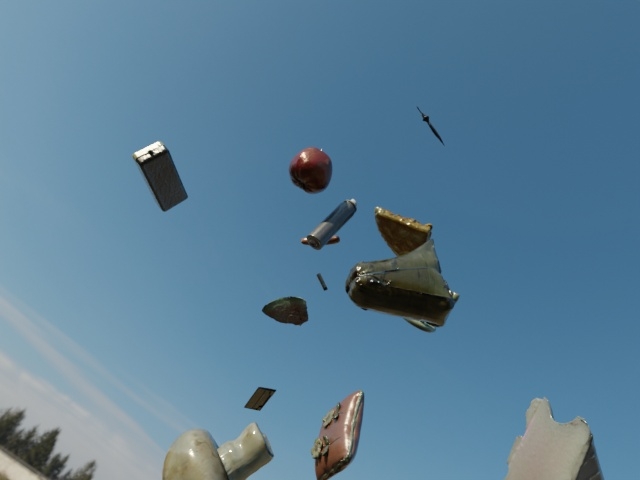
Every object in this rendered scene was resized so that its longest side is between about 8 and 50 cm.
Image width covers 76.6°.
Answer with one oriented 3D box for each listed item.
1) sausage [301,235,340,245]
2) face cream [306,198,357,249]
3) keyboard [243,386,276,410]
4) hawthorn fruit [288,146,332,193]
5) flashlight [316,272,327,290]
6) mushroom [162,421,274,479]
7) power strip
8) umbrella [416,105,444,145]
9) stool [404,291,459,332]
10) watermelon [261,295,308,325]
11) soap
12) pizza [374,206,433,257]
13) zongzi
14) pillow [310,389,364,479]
[{"bbox_3d":[0.000,0.001,1.825,0.176,0.047,0.040,-5,-27,3],"label":"sausage"},{"bbox_3d":[0.056,-0.073,1.595,0.073,0.283,0.073,28,-37,23],"label":"face cream"},{"bbox_3d":[-0.203,0.531,1.353,0.063,0.010,0.198,17,-44,-14],"label":"keyboard"},{"bbox_3d":[-0.029,-0.293,1.630,0.179,0.200,0.179,22,-30,14],"label":"hawthorn fruit"},{"bbox_3d":[0.007,0.188,1.839,0.083,0.018,0.018,64,-25,3],"label":"flashlight"},{"bbox_3d":[-0.203,0.491,0.846,0.243,0.243,0.244,17,-45,18],"label":"mushroom"},{"bbox_3d":[-0.528,-0.212,1.345,0.070,0.105,0.257,43,-25,22],"label":"power strip"},{"bbox_3d":[0.329,-0.341,1.209,0.022,0.022,0.149,-34,-97,17],"label":"umbrella"},{"bbox_3d":[0.451,0.262,1.726,0.195,0.195,0.199,41,-74,39],"label":"stool"},{"bbox_3d":[-0.108,0.227,1.329,0.180,0.094,0.081,2,-8,34],"label":"watermelon"},{"bbox_3d":[0.428,0.516,0.819,0.159,0.257,0.302,-151,-142,-76],"label":"soap"},{"bbox_3d":[0.352,-0.007,1.774,0.268,0.087,0.258,23,-42,24],"label":"pizza"},{"bbox_3d":[0.250,0.084,1.320,0.322,0.360,0.160,15,-46,-5],"label":"zongzi"},{"bbox_3d":[0.038,0.453,0.951,0.075,0.179,0.171,30,-52,-6],"label":"pillow"}]
